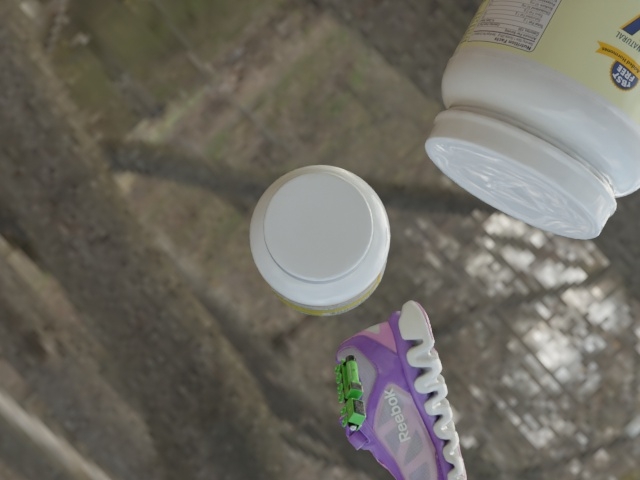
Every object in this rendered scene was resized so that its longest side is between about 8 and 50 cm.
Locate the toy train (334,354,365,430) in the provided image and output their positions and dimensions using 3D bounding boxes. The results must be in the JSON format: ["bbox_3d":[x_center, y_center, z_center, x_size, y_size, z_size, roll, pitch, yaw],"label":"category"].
[{"bbox_3d":[0.026,0.128,1.451,0.083,0.017,0.024,-97,-149,-52],"label":"toy train"}]

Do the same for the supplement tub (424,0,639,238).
[{"bbox_3d":[0.268,-0.189,1.743,0.325,0.235,0.235,-61,-173,-10],"label":"supplement tub"}]

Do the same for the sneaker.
[{"bbox_3d":[0.074,0.179,1.574,0.104,0.236,0.095,-14,-179,1],"label":"sneaker"}]

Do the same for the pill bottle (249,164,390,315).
[{"bbox_3d":[0.000,0.000,1.441,0.117,0.117,0.208,-43,175,-3],"label":"pill bottle"}]
